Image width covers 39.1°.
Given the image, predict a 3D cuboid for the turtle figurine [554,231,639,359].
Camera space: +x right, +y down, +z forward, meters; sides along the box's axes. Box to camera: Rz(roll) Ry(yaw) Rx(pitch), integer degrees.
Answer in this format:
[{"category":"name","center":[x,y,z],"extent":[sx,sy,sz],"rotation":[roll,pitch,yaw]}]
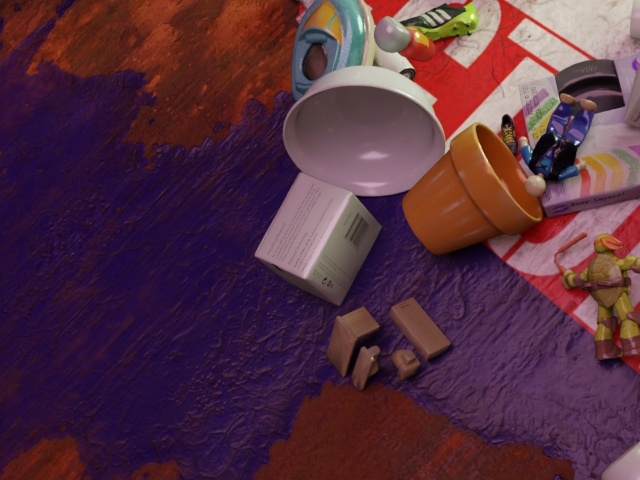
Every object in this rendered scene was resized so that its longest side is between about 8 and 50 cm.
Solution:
[{"category":"turtle figurine","center":[0.478,0.077,1.445],"extent":[0.269,0.087,0.217],"rotation":[-19,75,52]}]

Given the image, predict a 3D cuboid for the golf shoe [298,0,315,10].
[{"category":"golf shoe","center":[-0.016,-0.509,1.935],"extent":[0.176,0.069,0.086],"rotation":[19,84,28]}]

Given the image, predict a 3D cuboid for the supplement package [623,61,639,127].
[{"category":"supplement package","center":[0.647,-0.242,1.474],"extent":[0.244,0.139,0.134],"rotation":[19,70,7]}]

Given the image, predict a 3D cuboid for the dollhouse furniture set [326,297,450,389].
[{"category":"dollhouse furniture set","center":[0.120,0.197,1.629],"extent":[0.151,0.123,0.144],"rotation":[-22,57,-27]}]

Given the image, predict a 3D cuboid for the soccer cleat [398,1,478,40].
[{"category":"soccer cleat","center":[0.227,-0.438,1.817],"extent":[0.179,0.060,0.072],"rotation":[-5,59,13]}]

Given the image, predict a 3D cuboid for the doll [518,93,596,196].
[{"category":"doll","center":[0.404,-0.160,1.565],"extent":[0.129,0.046,0.189],"rotation":[23,82,28]}]

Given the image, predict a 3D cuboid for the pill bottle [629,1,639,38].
[{"category":"pill bottle","center":[0.631,-0.395,1.620],"extent":[0.137,0.078,0.078],"rotation":[7,73,24]}]

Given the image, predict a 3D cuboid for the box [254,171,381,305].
[{"category":"box","center":[0.000,0.000,1.664],"extent":[0.119,0.181,0.182],"rotation":[24,81,28]}]

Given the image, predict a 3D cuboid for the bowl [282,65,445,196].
[{"category":"bowl","center":[0.086,-0.225,1.681],"extent":[0.298,0.298,0.134],"rotation":[-6,50,20]}]

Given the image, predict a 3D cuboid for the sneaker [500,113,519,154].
[{"category":"sneaker","center":[0.349,-0.198,1.683],"extent":[0.031,0.035,0.083],"rotation":[-14,66,17]}]

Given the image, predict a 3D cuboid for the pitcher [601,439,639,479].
[{"category":"pitcher","center":[0.542,0.387,1.345],"extent":[0.178,0.125,0.207],"rotation":[-36,70,-18]}]

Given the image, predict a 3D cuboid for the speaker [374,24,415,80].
[{"category":"speaker","center":[0.135,-0.373,1.825],"extent":[0.055,0.055,0.136],"rotation":[-35,61,6]}]

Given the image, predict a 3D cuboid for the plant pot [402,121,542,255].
[{"category":"plant pot","center":[0.256,-0.073,1.595],"extent":[0.188,0.205,0.205],"rotation":[-34,60,25]}]

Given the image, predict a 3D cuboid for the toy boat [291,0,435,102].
[{"category":"toy boat","center":[0.061,-0.378,1.755],"extent":[0.318,0.148,0.267],"rotation":[3,86,40]}]

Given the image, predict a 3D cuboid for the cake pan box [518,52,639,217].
[{"category":"cake pan box","center":[0.495,-0.192,1.605],"extent":[0.246,0.070,0.267],"rotation":[-11,67,16]}]
